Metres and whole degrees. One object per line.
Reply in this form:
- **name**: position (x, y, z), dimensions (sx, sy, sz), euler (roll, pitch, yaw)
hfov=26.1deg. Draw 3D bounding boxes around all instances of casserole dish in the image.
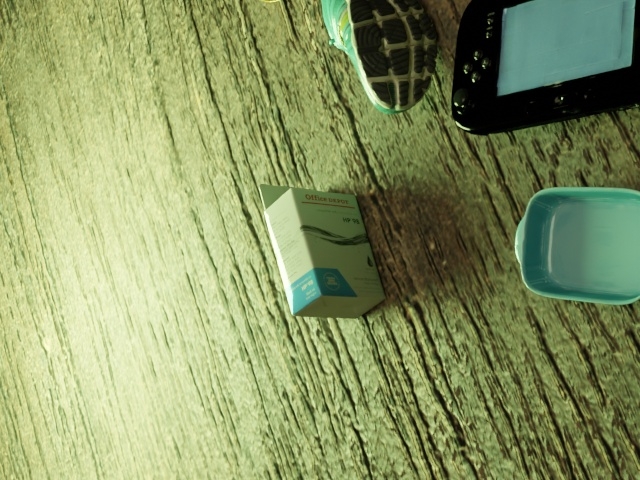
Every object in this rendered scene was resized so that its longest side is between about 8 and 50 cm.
- **casserole dish**: position (0.275, 0.005, 1.376), dimensions (0.188, 0.037, 0.114), euler (4, 89, 51)

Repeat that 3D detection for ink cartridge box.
- **ink cartridge box**: position (0.000, 0.000, 1.653), dimensions (0.060, 0.104, 0.180), euler (-38, 59, 42)

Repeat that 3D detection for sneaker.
- **sneaker**: position (0.060, -0.256, 1.637), dimensions (0.110, 0.107, 0.275), euler (115, 145, -51)

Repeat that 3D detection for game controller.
- **game controller**: position (0.256, -0.204, 1.398), dimensions (0.319, 0.067, 0.166), euler (-8, 80, 49)
